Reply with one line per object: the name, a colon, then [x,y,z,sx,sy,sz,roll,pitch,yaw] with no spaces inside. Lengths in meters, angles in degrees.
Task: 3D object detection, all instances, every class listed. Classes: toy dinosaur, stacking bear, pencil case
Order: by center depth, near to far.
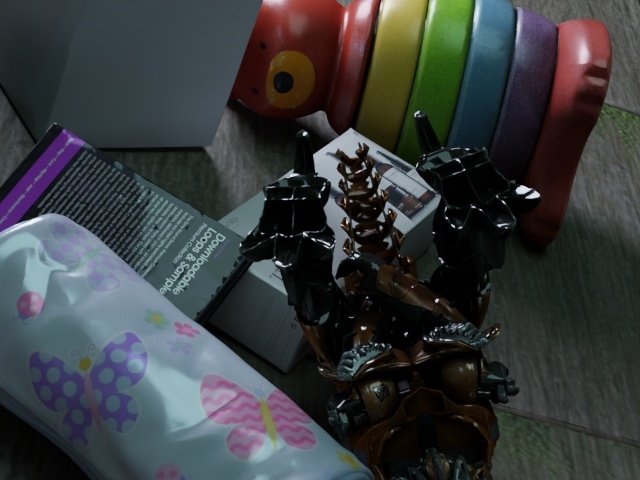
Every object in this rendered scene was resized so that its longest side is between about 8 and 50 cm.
pencil case: [-0.099,0.099,1.103,0.273,0.113,0.124,37,42,22]
toy dinosaur: [0.038,0.051,1.189,0.164,0.218,0.322,-26,44,-17]
stacking bear: [0.064,-0.129,1.530,0.289,0.175,0.164,13,34,-3]

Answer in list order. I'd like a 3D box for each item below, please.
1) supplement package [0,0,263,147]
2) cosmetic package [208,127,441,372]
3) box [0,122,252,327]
supplement package: [-0.157,-0.203,1.449,0.149,0.194,0.203,-2,40,-34]
cosmetic package: [0.000,0.000,1.370,0.099,0.060,0.239,30,32,14]
box: [-0.140,0.010,1.243,0.162,0.029,0.116,31,64,14]
